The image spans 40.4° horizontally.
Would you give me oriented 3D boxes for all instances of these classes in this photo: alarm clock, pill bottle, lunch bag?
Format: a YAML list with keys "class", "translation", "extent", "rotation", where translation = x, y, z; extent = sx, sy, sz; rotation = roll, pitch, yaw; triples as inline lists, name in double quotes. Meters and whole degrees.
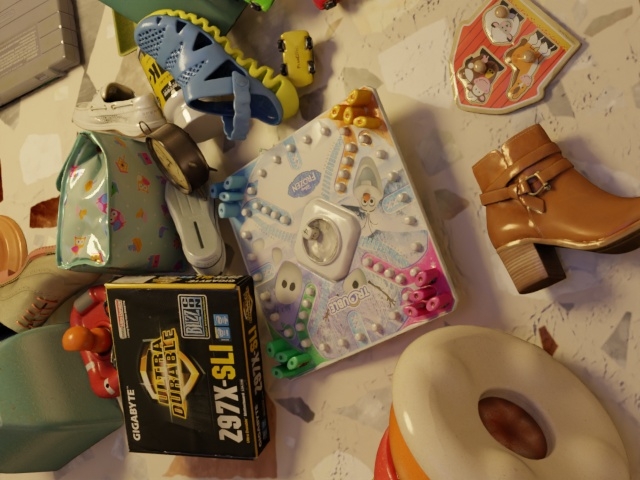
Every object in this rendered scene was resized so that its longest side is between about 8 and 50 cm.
- class: "alarm clock"
  translation: [-0.269, -0.162, 1.580]
  extent: [0.192, 0.129, 0.064]
  rotation: [39, 67, 23]
- class: "pill bottle"
  translation: [-0.258, -0.296, 1.647]
  extent: [0.119, 0.119, 0.209]
  rotation: [-37, 68, 25]
- class: "lunch bag"
  translation: [-0.374, -0.069, 1.644]
  extent: [0.160, 0.223, 0.263]
  rotation: [-6, 83, 32]

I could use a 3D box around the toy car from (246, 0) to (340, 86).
- class: "toy car"
  translation: [-0.064, -0.416, 1.530]
  extent: [0.224, 0.053, 0.239]
  rotation: [29, 104, 2]

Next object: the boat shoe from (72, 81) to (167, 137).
- class: "boat shoe"
  translation: [-0.403, -0.269, 1.725]
  extent: [0.277, 0.098, 0.096]
  rotation: [12, 119, 41]

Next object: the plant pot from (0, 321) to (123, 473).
- class: "plant pot"
  translation: [-0.601, 0.325, 1.748]
  extent: [0.247, 0.252, 0.247]
  rotation: [-36, 70, 26]

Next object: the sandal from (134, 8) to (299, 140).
- class: "sandal"
  translation: [-0.197, -0.285, 1.521]
  extent: [0.317, 0.126, 0.138]
  rotation: [32, 61, 4]

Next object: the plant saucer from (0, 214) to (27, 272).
- class: "plant saucer"
  translation: [-0.750, 0.040, 1.989]
  extent: [0.199, 0.037, 0.200]
  rotation: [-2, 86, 32]

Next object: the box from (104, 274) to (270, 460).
- class: "box"
  translation: [-0.233, 0.222, 1.540]
  extent: [0.257, 0.079, 0.322]
  rotation: [-1, 103, 16]

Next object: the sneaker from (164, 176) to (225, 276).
- class: "sneaker"
  translation: [-0.234, -0.035, 1.622]
  extent: [0.094, 0.091, 0.258]
  rotation: [-10, 51, -5]

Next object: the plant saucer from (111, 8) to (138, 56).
- class: "plant saucer"
  translation: [-0.339, -0.484, 1.755]
  extent: [0.188, 0.045, 0.188]
  rotation: [-17, 78, 30]

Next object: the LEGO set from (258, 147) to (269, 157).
- class: "LEGO set"
  translation: [-0.012, -0.059, 1.532]
  extent: [0.244, 0.060, 0.183]
  rotation: [14, 104, 36]

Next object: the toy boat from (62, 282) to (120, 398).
- class: "toy boat"
  translation: [-0.441, 0.199, 1.713]
  extent: [0.151, 0.151, 0.231]
  rotation: [-37, 68, 26]

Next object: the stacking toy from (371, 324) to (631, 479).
- class: "stacking toy"
  translation: [0.183, 0.392, 1.267]
  extent: [0.350, 0.350, 0.480]
  rotation: [47, 130, 26]

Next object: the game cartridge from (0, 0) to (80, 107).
- class: "game cartridge"
  translation: [-0.689, -0.442, 1.971]
  extent: [0.354, 0.068, 0.230]
  rotation: [-17, 82, 31]

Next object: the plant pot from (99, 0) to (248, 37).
- class: "plant pot"
  translation: [-0.251, -0.465, 1.577]
  extent: [0.234, 0.166, 0.165]
  rotation: [35, 143, -12]

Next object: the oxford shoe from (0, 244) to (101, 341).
- class: "oxford shoe"
  translation: [-0.571, 0.119, 1.792]
  extent: [0.396, 0.140, 0.147]
  rotation: [-25, 53, 39]

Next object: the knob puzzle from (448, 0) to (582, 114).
- class: "knob puzzle"
  translation: [0.277, -0.283, 1.357]
  extent: [0.213, 0.030, 0.213]
  rotation: [-2, 86, 32]

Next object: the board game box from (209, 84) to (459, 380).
- class: "board game box"
  translation: [0.000, 0.000, 1.458]
  extent: [0.389, 0.050, 0.390]
  rotation: [-29, 76, 36]

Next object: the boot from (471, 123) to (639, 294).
- class: "boot"
  translation: [0.364, -0.072, 1.258]
  extent: [0.283, 0.109, 0.220]
  rotation: [-31, 67, 35]

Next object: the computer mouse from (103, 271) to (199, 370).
- class: "computer mouse"
  translation: [-0.275, 0.135, 1.643]
  extent: [0.272, 0.072, 0.189]
  rotation: [-16, 72, 19]
